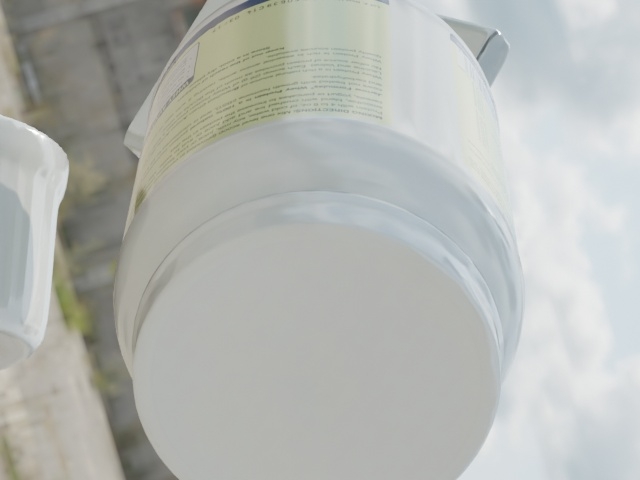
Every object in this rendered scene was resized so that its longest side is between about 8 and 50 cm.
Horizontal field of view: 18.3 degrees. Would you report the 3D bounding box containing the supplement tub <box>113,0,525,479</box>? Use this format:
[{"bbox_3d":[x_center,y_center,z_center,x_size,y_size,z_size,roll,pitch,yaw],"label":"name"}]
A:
[{"bbox_3d":[0.000,0.000,1.197,0.325,0.235,0.235,-88,166,-62],"label":"supplement tub"}]

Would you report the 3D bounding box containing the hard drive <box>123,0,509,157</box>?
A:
[{"bbox_3d":[-0.009,-0.125,1.726,0.307,0.203,0.040,19,-17,39],"label":"hard drive"}]

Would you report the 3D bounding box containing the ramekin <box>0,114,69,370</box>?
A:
[{"bbox_3d":[-0.307,0.009,1.318,0.277,0.277,0.135,92,-3,-74],"label":"ramekin"}]
